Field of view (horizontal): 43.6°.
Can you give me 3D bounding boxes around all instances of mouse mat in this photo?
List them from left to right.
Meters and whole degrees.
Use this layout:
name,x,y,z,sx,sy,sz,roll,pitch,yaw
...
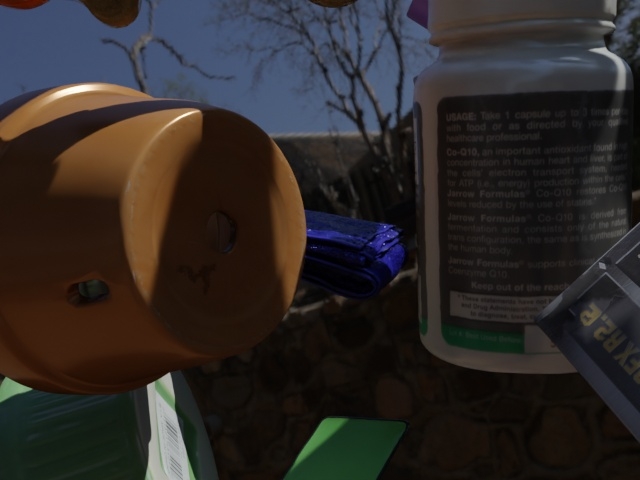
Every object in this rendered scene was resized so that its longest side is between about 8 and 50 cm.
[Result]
name,x,y,z,sx,sy,sz,roll,pitch,yaw
mouse mat,0.012,0.286,0.970,0.152,0.007,0.190,-9,33,44

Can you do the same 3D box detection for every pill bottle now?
name,x,y,z,sx,sy,sz,roll,pitch,yaw
pill bottle,0.193,-0.071,0.770,0.204,0.361,0.204,-2,9,0

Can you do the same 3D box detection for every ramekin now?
name,x,y,z,sx,sy,sz,roll,pitch,yaw
ramekin,-0.225,0.259,0.910,0.148,0.303,0.303,-20,-8,3

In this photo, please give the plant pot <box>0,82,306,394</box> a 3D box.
name,x,y,z,sx,sy,sz,roll,pitch,yaw
plant pot,-0.149,-0.004,0.699,0.203,0.291,0.291,-3,3,40

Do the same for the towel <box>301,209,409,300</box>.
name,x,y,z,sx,sy,sz,roll,pitch,yaw
towel,0.000,0.000,1.091,0.227,0.076,0.308,17,8,11

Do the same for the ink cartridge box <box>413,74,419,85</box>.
name,x,y,z,sx,sy,sz,roll,pitch,yaw
ink cartridge box,0.295,-0.139,1.201,0.261,0.296,0.066,-10,8,40

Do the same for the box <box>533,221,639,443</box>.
name,x,y,z,sx,sy,sz,roll,pitch,yaw
box,0.229,0.055,0.337,0.183,0.231,0.056,-46,-51,11

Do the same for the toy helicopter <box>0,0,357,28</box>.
name,x,y,z,sx,sy,sz,roll,pitch,yaw
toy helicopter,-0.117,-0.278,0.623,0.355,0.235,0.140,13,4,-8

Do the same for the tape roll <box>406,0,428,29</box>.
name,x,y,z,sx,sy,sz,roll,pitch,yaw
tape roll,0.230,-0.415,1.125,0.275,0.090,0.275,-58,0,-1
